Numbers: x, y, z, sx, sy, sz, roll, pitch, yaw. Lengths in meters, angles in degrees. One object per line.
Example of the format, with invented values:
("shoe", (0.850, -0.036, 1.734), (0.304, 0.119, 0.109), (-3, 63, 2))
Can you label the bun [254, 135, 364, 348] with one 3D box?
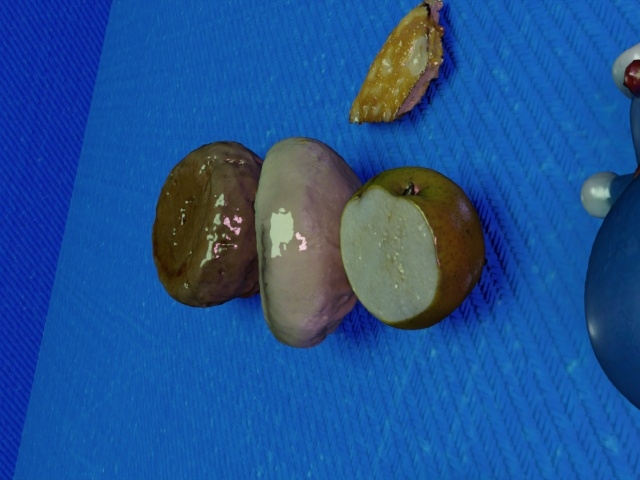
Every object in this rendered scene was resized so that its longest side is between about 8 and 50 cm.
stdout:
("bun", (0.000, 0.000, 0.739), (0.222, 0.127, 0.222), (176, 90, -88))

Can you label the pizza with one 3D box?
("pizza", (0.085, -0.172, 0.739), (0.160, 0.036, 0.099), (-58, 37, 31))

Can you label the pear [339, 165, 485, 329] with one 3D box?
("pear", (0.089, 0.003, 0.620), (0.141, 0.104, 0.141), (28, 127, 46))

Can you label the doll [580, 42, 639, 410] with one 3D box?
("doll", (0.228, -0.015, 0.385), (0.215, 0.161, 0.257), (136, 152, -61))

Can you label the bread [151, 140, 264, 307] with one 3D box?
("bread", (-0.134, -0.017, 0.954), (0.230, 0.123, 0.230), (-19, 65, 48))
